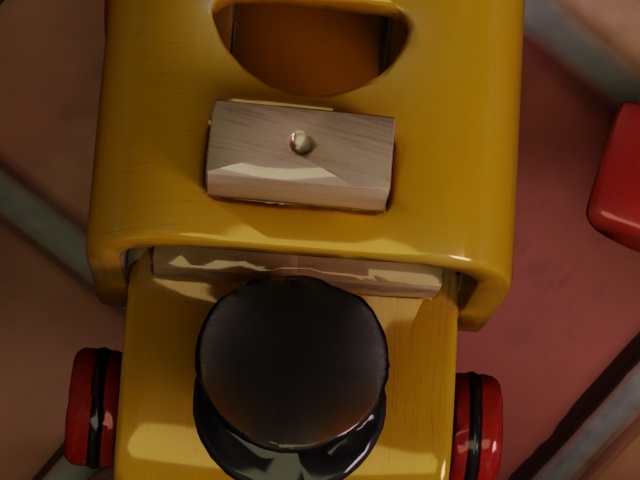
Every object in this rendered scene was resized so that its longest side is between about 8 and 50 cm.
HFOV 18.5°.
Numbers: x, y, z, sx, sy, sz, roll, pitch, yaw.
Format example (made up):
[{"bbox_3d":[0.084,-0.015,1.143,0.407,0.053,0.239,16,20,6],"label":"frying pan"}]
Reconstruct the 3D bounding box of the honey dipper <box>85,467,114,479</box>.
[{"bbox_3d":[-0.032,0.136,0.535,0.030,0.030,0.161,-13,108,4],"label":"honey dipper"}]

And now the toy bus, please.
[{"bbox_3d":[-0.005,-0.012,0.421,0.191,0.104,0.202,-41,82,-10],"label":"toy bus"}]
